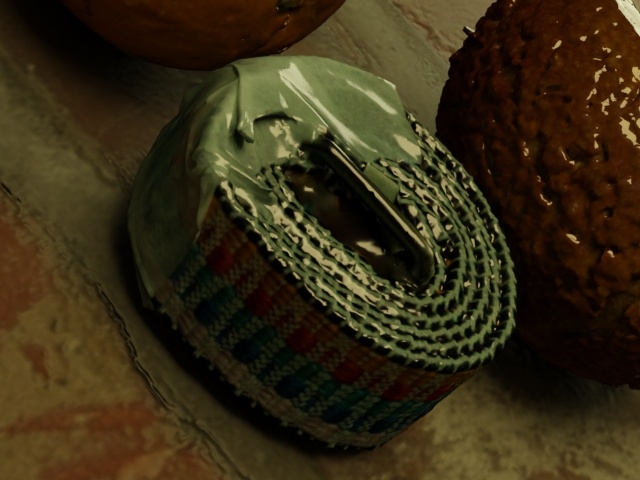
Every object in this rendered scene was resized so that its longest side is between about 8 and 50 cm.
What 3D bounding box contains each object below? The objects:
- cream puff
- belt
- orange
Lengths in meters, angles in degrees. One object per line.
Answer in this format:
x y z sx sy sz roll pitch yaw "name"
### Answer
0.188 -0.032 1.364 0.303 0.212 0.303 56 6 -9 "cream puff"
0.000 0.000 1.239 0.257 0.150 0.207 48 40 3 "belt"
-0.079 -0.236 1.308 0.246 0.246 0.246 21 46 -24 "orange"
